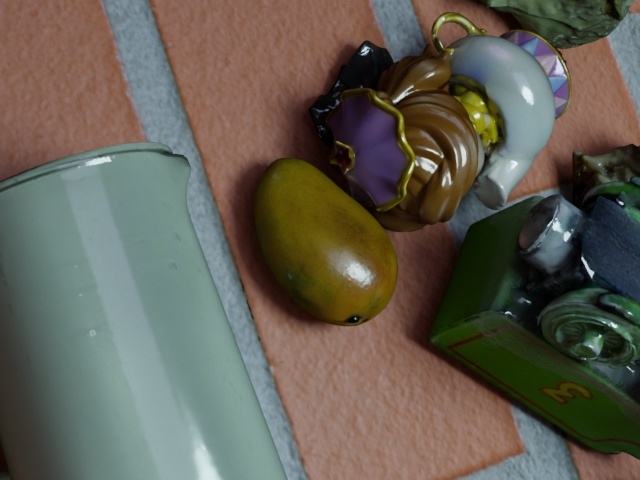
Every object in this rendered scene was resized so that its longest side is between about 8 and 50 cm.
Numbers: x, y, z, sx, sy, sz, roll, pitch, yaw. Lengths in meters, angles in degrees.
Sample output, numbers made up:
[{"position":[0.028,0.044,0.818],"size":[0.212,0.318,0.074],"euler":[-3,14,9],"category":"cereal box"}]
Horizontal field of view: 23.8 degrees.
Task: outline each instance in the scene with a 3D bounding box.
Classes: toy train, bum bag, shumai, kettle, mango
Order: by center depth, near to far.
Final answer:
[{"position":[-0.184,0.112,1.187],"size":[0.205,0.265,0.318],"euler":[-8,78,-63],"category":"kettle"},{"position":[-0.001,0.004,1.363],"size":[0.163,0.089,0.111],"euler":[41,48,-1],"category":"mango"},{"position":[0.272,0.081,1.394],"size":[0.307,0.249,0.173],"euler":[33,59,-18],"category":"toy train"},{"position":[0.032,-0.139,1.452],"size":[0.058,0.034,0.124],"euler":[48,58,-25],"category":"bum bag"},{"position":[0.222,-0.279,1.517],"size":[0.142,0.184,0.184],"euler":[-8,80,-24],"category":"shumai"},{"position":[0.326,-0.014,1.531],"size":[0.201,0.120,0.201],"euler":[57,15,-24],"category":"shumai"}]

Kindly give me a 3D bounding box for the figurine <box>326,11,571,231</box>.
[{"position":[0.117,-0.106,1.426],"size":[0.263,0.142,0.189],"euler":[-32,96,-34],"category":"figurine"}]
